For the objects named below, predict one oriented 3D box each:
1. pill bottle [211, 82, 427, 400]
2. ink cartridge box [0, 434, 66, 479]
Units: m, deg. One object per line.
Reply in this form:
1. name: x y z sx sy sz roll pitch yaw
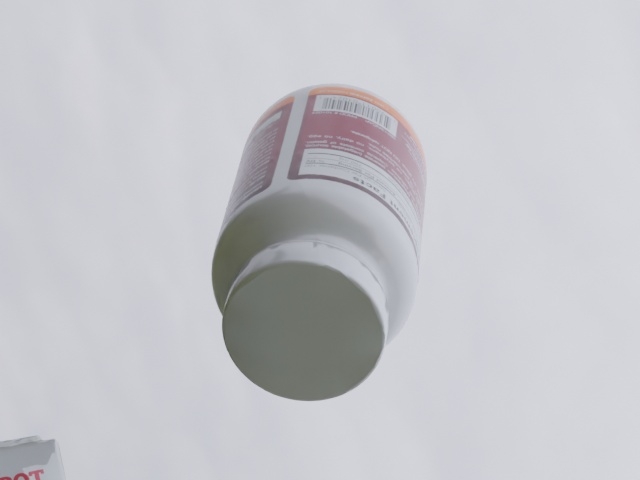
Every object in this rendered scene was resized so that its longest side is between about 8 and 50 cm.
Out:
1. pill bottle: 0.000 0.000 0.742 0.152 0.086 0.086 -78 169 -61
2. ink cartridge box: -0.152 0.165 0.721 0.063 0.109 0.150 -22 -101 45
